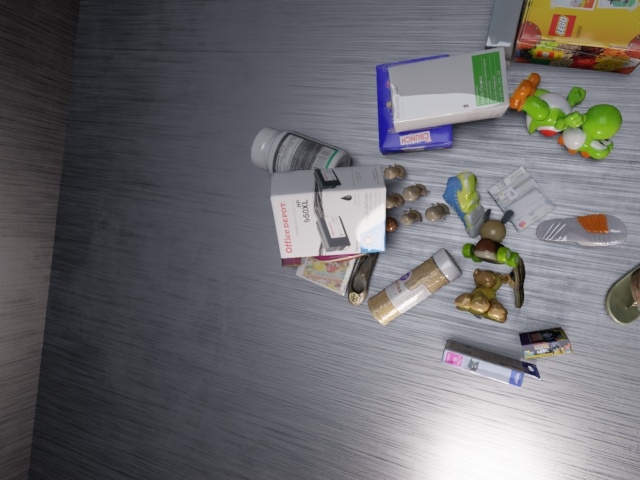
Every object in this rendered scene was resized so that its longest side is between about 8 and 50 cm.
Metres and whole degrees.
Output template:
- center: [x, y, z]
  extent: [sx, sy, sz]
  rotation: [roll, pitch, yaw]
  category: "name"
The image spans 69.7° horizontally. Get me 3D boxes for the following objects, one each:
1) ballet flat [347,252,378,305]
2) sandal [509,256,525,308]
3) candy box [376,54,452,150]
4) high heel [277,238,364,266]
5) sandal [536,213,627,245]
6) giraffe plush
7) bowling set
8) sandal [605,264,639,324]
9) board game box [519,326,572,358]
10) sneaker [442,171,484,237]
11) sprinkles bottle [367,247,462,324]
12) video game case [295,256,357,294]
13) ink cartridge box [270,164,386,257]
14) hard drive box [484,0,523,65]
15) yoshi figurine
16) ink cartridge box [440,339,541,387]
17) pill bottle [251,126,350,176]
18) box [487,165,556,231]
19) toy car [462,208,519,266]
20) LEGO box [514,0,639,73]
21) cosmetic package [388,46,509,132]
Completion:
- center: [0.164, 0.140, 1.810]
  extent: [0.084, 0.058, 0.250]
  rotation: [24, 99, 19]
  category: "ballet flat"
- center: [0.686, 0.148, 1.616]
  extent: [0.049, 0.072, 0.180]
  rotation: [3, 96, 42]
  category: "sandal"
- center: [0.347, -0.492, 1.700]
  extent: [0.267, 0.122, 0.318]
  rotation: [-2, 89, 18]
  category: "candy box"
- center: [0.000, 0.000, 1.812]
  extent: [0.376, 0.127, 0.182]
  rotation: [-6, 84, 18]
  category: "high heel"
- center: [0.873, -0.031, 1.540]
  extent: [0.265, 0.076, 0.102]
  rotation: [3, 77, 41]
  category: "sandal"
- center: [0.578, 0.179, 1.603]
  extent: [0.181, 0.210, 0.171]
  rotation: [20, 80, 16]
  category: "giraffe plush"
- center: [0.314, -0.135, 1.726]
  extent: [0.287, 0.154, 0.200]
  rotation: [50, 125, 12]
  category: "bowling set"
- center: [1.038, 0.138, 1.465]
  extent: [0.120, 0.086, 0.303]
  rotation: [40, 104, 16]
  category: "sandal"
- center: [0.745, 0.339, 1.533]
  extent: [0.140, 0.170, 0.048]
  rotation: [-13, 88, 20]
  category: "board game box"
- center: [0.518, -0.131, 1.674]
  extent: [0.126, 0.091, 0.241]
  rotation: [6, 109, 53]
  category: "sneaker"
- center: [0.346, 0.175, 1.708]
  extent: [0.355, 0.121, 0.121]
  rotation: [-38, 78, 17]
  category: "sprinkles bottle"
- center: [0.029, 0.085, 1.877]
  extent: [0.226, 0.026, 0.207]
  rotation: [21, 98, 19]
  category: "video game case"
- center: [0.031, -0.101, 1.666]
  extent: [0.394, 0.166, 0.286]
  rotation: [-4, 128, 2]
  category: "ink cartridge box"
- center: [0.629, -0.740, 1.560]
  extent: [0.089, 0.181, 0.233]
  rotation: [12, 94, 20]
  category: "hard drive box"
- center: [0.813, -0.422, 1.492]
  extent: [0.362, 0.203, 0.204]
  rotation: [40, 97, 13]
  category: "yoshi figurine"
- center: [0.582, 0.427, 1.587]
  extent: [0.310, 0.185, 0.065]
  rotation: [11, 92, 20]
  category: "ink cartridge box"
- center: [-0.080, -0.315, 1.820]
  extent: [0.360, 0.204, 0.204]
  rotation: [24, 99, 19]
  category: "pill bottle"
- center: [0.703, -0.145, 1.614]
  extent: [0.145, 0.038, 0.186]
  rotation: [-37, 77, 17]
  category: "box"
- center: [0.603, -0.017, 1.593]
  extent: [0.155, 0.148, 0.189]
  rotation: [8, 82, 45]
  category: "toy car"
- center: [0.876, -0.828, 1.458]
  extent: [0.372, 0.193, 0.501]
  rotation: [16, 96, 20]
  category: "LEGO box"
- center: [0.419, -0.494, 1.536]
  extent: [0.365, 0.155, 0.197]
  rotation: [-7, 90, 12]
  category: "cosmetic package"
